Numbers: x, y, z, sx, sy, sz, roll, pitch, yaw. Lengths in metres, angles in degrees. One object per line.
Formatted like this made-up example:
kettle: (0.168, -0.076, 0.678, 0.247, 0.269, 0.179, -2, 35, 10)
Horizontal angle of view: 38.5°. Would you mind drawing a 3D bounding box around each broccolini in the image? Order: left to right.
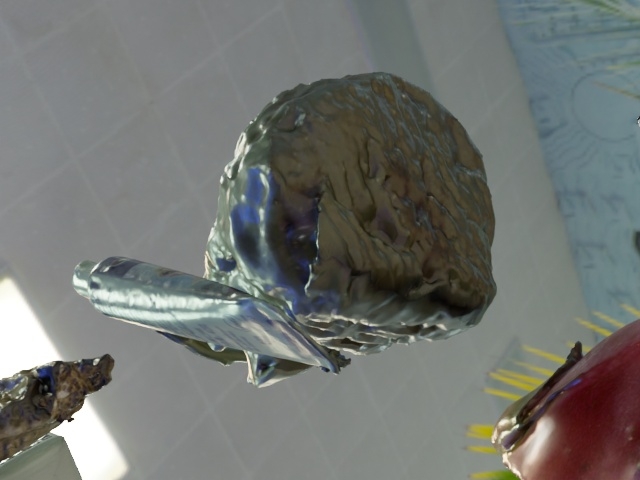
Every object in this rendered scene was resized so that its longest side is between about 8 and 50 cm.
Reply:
broccolini: (-0.084, 0.088, 1.038, 0.271, 0.123, 0.062, 13, -62, -44)

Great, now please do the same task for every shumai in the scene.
shumai: (0.001, 0.000, 0.700, 0.256, 0.218, 0.189, 21, -128, -42)

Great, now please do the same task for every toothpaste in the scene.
toothpaste: (-0.076, 0.035, 0.500, 0.062, 0.216, 0.037, 42, -112, -37)

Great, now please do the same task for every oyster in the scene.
oyster: (-0.423, 0.219, 1.151, 0.345, 0.129, 0.078, -22, -32, -11)

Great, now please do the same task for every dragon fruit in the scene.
dragon fruit: (0.294, 0.137, 0.615, 0.305, 0.305, 0.226, 37, -94, -44)

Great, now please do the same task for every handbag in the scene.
handbag: (-0.464, 0.355, 1.302, 0.171, 0.298, 0.151, -29, -73, -37)

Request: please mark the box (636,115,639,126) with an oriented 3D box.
box: (0.374, -0.125, 0.935, 0.098, 0.062, 0.045, 1, -67, -46)
